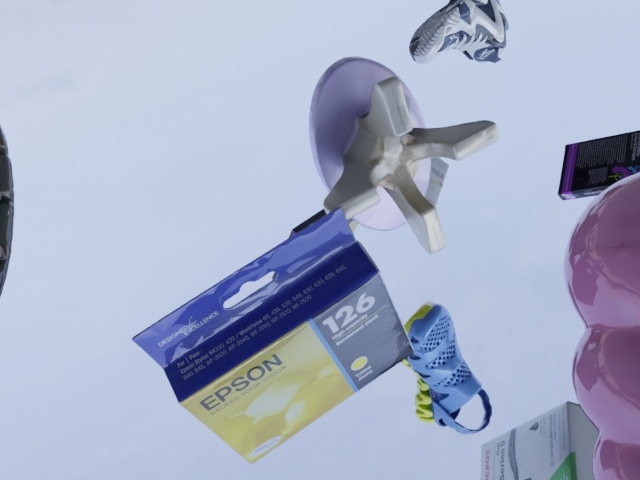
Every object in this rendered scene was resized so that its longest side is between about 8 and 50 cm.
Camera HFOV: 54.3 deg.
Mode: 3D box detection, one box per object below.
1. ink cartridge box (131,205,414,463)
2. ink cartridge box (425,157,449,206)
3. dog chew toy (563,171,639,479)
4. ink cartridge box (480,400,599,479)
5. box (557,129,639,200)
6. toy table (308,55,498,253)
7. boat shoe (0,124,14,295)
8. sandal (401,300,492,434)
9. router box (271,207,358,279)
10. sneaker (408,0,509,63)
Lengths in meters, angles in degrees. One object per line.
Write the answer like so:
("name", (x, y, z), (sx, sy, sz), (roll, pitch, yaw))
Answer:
("ink cartridge box", (-0.038, 0.145, 0.843), (0.303, 0.307, 0.072), (-33, -131, -3))
("ink cartridge box", (0.187, -0.114, 1.198), (0.052, 0.088, 0.122), (-37, -156, 53))
("dog chew toy", (0.325, 0.107, 0.567), (0.206, 0.206, 0.332), (4, -99, 23))
("ink cartridge box", (0.427, 0.461, 1.176), (0.121, 0.289, 0.211), (21, -129, -10))
("box", (0.522, -0.137, 1.137), (0.162, 0.029, 0.116), (-8, -125, 46))
("toy table", (0.100, -0.113, 0.870), (0.252, 0.274, 0.161), (-37, -149, -2))
("boat shoe", (-0.226, 0.072, 0.248), (0.119, 0.122, 0.324), (-18, -124, 40))
("sandal", (0.231, 0.236, 1.113), (0.126, 0.317, 0.138), (-42, -139, -23))
("router box", (0.000, 0.000, 1.113), (0.046, 0.133, 0.179), (40, -134, 15))
("sneaker", (0.266, -0.361, 1.124), (0.094, 0.153, 0.235), (-11, -142, 53))
